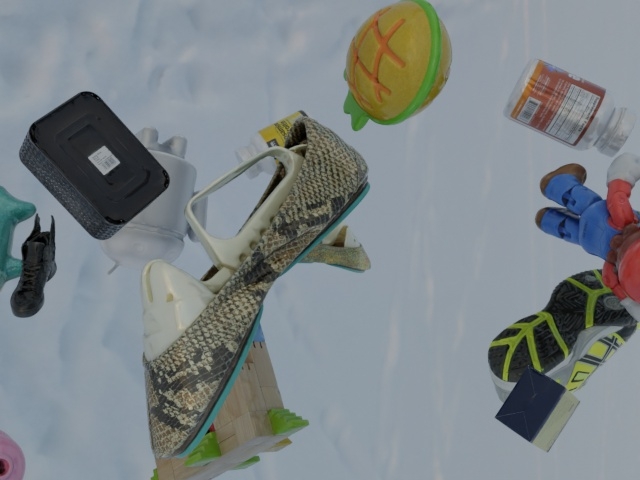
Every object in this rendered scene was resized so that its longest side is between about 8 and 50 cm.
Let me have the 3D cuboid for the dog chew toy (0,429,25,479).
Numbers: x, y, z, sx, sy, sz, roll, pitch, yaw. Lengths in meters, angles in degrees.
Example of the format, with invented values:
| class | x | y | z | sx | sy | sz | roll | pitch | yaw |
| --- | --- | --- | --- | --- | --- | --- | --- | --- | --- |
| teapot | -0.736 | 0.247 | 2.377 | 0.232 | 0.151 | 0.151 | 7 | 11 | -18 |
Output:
| class | x | y | z | sx | sy | sz | roll | pitch | yaw |
| --- | --- | --- | --- | --- | --- | --- | --- | --- | --- |
| dog chew toy | -0.696 | 0.459 | 1.359 | 0.207 | 0.332 | 0.206 | 19 | 60 | -38 |

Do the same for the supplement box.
| class | x | y | z | sx | sy | sz | roll | pitch | yaw |
| --- | --- | --- | --- | --- | --- | --- | --- | --- | --- |
| supplement box | 0.284 | 0.220 | 0.890 | 0.083 | 0.056 | 0.083 | -56 | 140 | -2 |

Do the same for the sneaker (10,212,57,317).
| class | x | y | z | sx | sy | sz | roll | pitch | yaw |
| --- | --- | --- | --- | --- | --- | --- | --- | --- | --- |
| sneaker | -0.460 | 0.038 | 1.096 | 0.170 | 0.051 | 0.089 | -92 | -173 | -55 |

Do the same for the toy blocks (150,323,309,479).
| class | x | y | z | sx | sy | sz | roll | pitch | yaw |
| --- | --- | --- | --- | --- | --- | --- | --- | --- | --- |
| toy blocks | -0.220 | 0.316 | 1.356 | 0.191 | 0.381 | 0.260 | 15 | 47 | -47 |

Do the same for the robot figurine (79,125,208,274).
| class | x | y | z | sx | sy | sz | roll | pitch | yaw |
| --- | --- | --- | --- | --- | --- | --- | --- | --- | --- |
| robot figurine | -0.403 | -0.081 | 1.596 | 0.300 | 0.200 | 0.353 | 13 | 79 | -25 |

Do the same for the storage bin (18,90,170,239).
| class | x | y | z | sx | sy | sz | roll | pitch | yaw |
| --- | --- | --- | --- | --- | --- | --- | --- | --- | --- |
| storage bin | -0.323 | -0.106 | 0.981 | 0.180 | 0.084 | 0.122 | 49 | 55 | -10 |

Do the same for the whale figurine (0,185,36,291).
| class | x | y | z | sx | sy | sz | roll | pitch | yaw |
| --- | --- | --- | --- | --- | --- | --- | --- | --- | --- |
| whale figurine | -0.694 | 0.004 | 1.378 | 0.216 | 0.141 | 0.272 | 32 | 65 | -6 |

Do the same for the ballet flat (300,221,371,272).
| class | x | y | z | sx | sy | sz | roll | pitch | yaw |
| --- | --- | --- | --- | --- | --- | --- | --- | --- | --- |
| ballet flat | 0.000 | 0.000 | 1.465 | 0.349 | 0.123 | 0.123 | 9 | 81 | -43 |

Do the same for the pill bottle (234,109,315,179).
| class | x | y | z | sx | sy | sz | roll | pitch | yaw |
| --- | --- | --- | --- | --- | --- | --- | --- | --- | --- |
| pill bottle | -0.092 | -0.209 | 1.520 | 0.184 | 0.103 | 0.103 | -29 | 124 | -11 |

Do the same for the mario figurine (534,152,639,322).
| class | x | y | z | sx | sy | sz | roll | pitch | yaw |
| --- | --- | --- | --- | --- | --- | --- | --- | --- | --- |
| mario figurine | 0.482 | -0.004 | 1.052 | 0.198 | 0.170 | 0.320 | 48 | 4 | -34 |

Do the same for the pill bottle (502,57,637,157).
| class | x | y | z | sx | sy | sz | roll | pitch | yaw |
| --- | --- | --- | --- | --- | --- | --- | --- | --- | --- |
| pill bottle | 0.460 | -0.240 | 1.262 | 0.121 | 0.216 | 0.121 | -62 | 174 | -12 |

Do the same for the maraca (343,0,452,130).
| class | x | y | z | sx | sy | sz | roll | pitch | yaw |
| --- | --- | --- | --- | --- | --- | --- | --- | --- | --- |
| maraca | 0.070 | -0.182 | 0.724 | 0.099 | 0.186 | 0.127 | 6 | 83 | -25 |

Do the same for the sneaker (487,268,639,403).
| class | x | y | z | sx | sy | sz | roll | pitch | yaw |
| --- | --- | --- | --- | --- | --- | --- | --- | --- | --- |
| sneaker | 0.449 | 0.175 | 1.209 | 0.385 | 0.145 | 0.147 | -25 | 125 | -19 |

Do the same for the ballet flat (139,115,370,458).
| class | x | y | z | sx | sy | sz | roll | pitch | yaw |
| --- | --- | --- | --- | --- | --- | --- | --- | --- | --- |
| ballet flat | -0.117 | 0.029 | 0.878 | 0.182 | 0.164 | 0.482 | 43 | 67 | -20 |
